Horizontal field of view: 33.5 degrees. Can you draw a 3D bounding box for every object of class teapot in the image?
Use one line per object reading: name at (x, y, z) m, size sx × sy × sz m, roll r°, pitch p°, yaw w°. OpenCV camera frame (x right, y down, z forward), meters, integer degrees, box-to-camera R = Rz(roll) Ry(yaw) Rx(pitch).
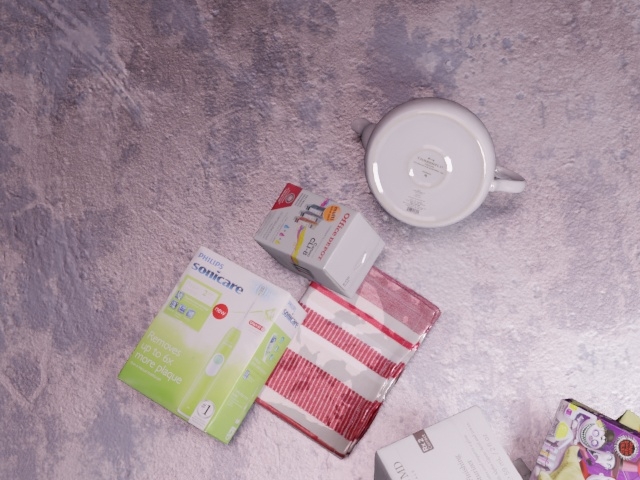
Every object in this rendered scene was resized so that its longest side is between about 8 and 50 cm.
teapot at (0.210, -0.150, 1.946) m, size 0.252 × 0.187 × 0.256 m, roll -26°, pitch 99°, yaw 18°

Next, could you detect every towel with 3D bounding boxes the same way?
towel at (0.037, 0.199, 1.933) m, size 0.237 × 0.037 × 0.329 m, roll 31°, pitch 80°, yaw 15°

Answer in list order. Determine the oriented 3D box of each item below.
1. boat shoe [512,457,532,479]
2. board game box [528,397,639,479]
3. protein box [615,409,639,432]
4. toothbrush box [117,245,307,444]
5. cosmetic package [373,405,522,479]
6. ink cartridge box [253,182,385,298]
boat shoe at (0.189, 0.451, 1.791) m, size 0.367 × 0.136 × 0.156 m, roll -20°, pitch 73°, yaw -3°
board game box at (0.401, 0.441, 1.623) m, size 0.208 × 0.056 × 0.347 m, roll 24°, pitch 99°, yaw 30°
protein box at (0.535, 0.399, 1.731) m, size 0.201 × 0.200 × 0.136 m, roll 35°, pitch 81°, yaw 15°
toothbrush box at (-0.191, 0.186, 1.906) m, size 0.206 × 0.122 × 0.283 m, roll 28°, pitch 77°, yaw 23°
cosmetic package at (0.198, 0.385, 1.679) m, size 0.183 × 0.151 × 0.151 m, roll -22°, pitch 58°, yaw -13°
ink cartridge box at (0.000, 0.000, 1.919) m, size 0.176 × 0.127 × 0.128 m, roll 23°, pitch 76°, yaw 35°
